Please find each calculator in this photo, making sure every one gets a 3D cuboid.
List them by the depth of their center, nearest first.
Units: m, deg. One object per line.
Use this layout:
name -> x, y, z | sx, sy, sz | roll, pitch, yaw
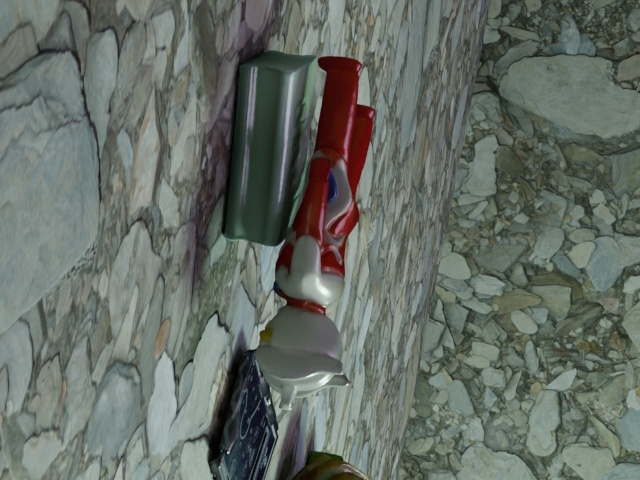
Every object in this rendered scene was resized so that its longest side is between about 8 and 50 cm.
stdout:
calculator -> -0.092, 0.258, 1.885 | 0.274, 0.028, 0.165 | 82, 21, -59

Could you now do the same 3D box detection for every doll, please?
doll -> 0.000, 0.000, 1.637 | 0.188, 0.099, 0.383 | 69, 28, -67

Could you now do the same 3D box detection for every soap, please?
soap -> -0.054, -0.104, 1.658 | 0.119, 0.067, 0.198 | -47, 145, -68

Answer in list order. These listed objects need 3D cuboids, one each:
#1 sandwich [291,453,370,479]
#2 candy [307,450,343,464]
sandwich -> -0.009, 0.487, 2.247 | 0.288, 0.100, 0.254 | -42, 122, -18
candy -> -0.009, 0.447, 2.403 | 0.097, 0.062, 0.194 | 85, 19, -51
